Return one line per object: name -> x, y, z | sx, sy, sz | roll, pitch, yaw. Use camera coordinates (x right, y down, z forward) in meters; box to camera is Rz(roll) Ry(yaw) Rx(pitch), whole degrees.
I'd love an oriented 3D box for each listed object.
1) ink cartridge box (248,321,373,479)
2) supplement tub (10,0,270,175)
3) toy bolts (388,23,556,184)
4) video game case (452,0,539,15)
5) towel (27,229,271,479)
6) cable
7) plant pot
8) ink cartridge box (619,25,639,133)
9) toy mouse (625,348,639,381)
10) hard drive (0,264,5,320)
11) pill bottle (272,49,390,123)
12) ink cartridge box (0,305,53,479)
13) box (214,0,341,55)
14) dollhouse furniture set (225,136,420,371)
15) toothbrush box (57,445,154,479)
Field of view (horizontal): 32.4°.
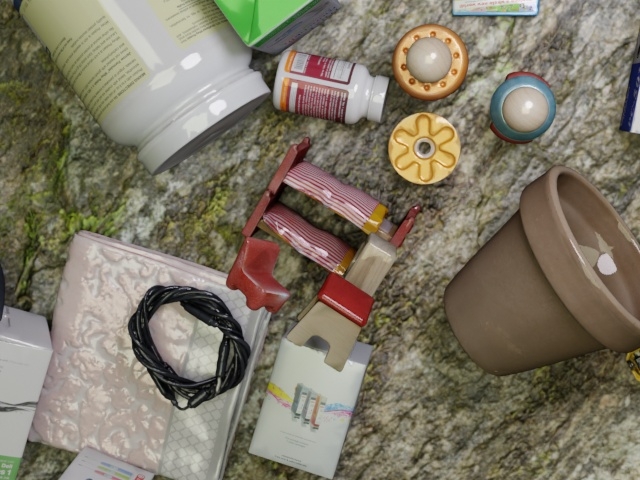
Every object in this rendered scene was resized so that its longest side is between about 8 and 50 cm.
ink cartridge box -> -0.011, 0.223, 1.570 | 0.127, 0.128, 0.176 | 18, 98, 4
supplement tub -> -0.240, -0.275, 1.477 | 0.235, 0.235, 0.325 | -35, 92, 10
toy bolts -> 0.197, -0.169, 1.478 | 0.229, 0.158, 0.218 | 12, 99, 5
video game case -> 0.243, -0.394, 1.517 | 0.119, 0.015, 0.166 | 1, 97, 6
towel -> -0.257, 0.184, 1.633 | 0.317, 0.053, 0.331 | 16, 98, 5
cable -> -0.188, 0.142, 1.572 | 0.151, 0.047, 0.184 | -28, 92, 7
plant pot -> 0.296, 0.065, 1.476 | 0.229, 0.263, 0.263 | -35, 92, 29
ink cartridge box -> 0.447, -0.244, 1.470 | 0.046, 0.097, 0.207 | 10, 99, 5
toy mouse -> 0.505, 0.155, 1.549 | 0.143, 0.031, 0.161 | -33, 93, 10
hard drive -> -0.505, 0.109, 1.562 | 0.054, 0.254, 0.172 | 26, 100, -25
pill bottle -> 0.016, -0.209, 1.532 | 0.152, 0.086, 0.086 | 13, 99, 5
ink cartridge box -> -0.464, 0.221, 1.599 | 0.093, 0.160, 0.219 | 15, 100, -21
box -> -0.101, -0.389, 1.448 | 0.127, 0.231, 0.262 | -35, 93, 9
dollhouse furniture set -> 0.000, 0.000, 1.419 | 0.201, 0.374, 0.152 | 31, 104, 0
toothbrush box -> -0.360, 0.476, 1.583 | 0.122, 0.206, 0.283 | 20, 109, 4
